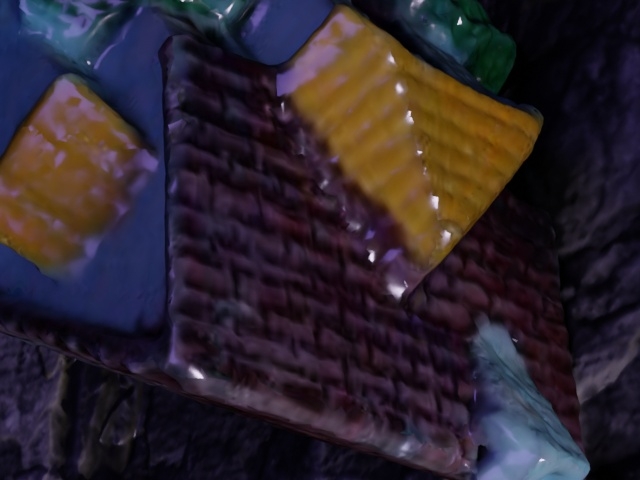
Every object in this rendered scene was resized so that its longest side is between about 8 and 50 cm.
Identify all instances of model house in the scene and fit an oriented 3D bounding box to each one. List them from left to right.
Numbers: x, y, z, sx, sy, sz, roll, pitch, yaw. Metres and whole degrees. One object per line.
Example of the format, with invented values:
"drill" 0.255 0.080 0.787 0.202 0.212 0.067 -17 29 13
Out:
"model house" 0.000 0.000 0.889 0.230 0.280 0.249 -56 42 15
